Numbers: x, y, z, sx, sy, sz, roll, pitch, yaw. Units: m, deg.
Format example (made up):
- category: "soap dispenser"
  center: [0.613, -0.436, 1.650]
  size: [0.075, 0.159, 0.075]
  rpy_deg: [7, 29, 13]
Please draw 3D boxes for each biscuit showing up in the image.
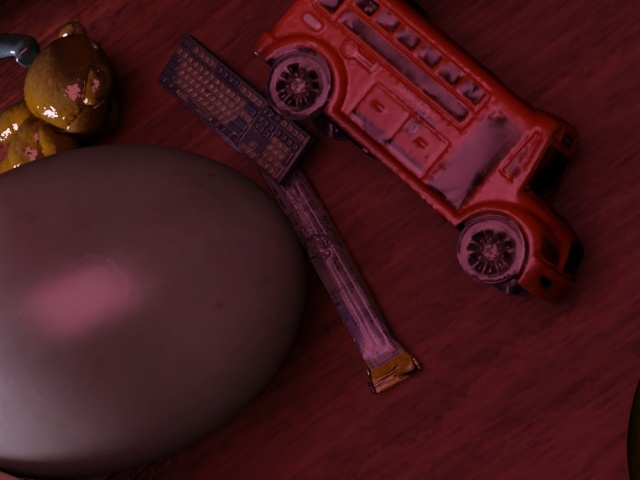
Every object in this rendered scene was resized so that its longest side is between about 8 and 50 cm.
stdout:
- category: "biscuit"
  center: [0.000, 0.000, 1.593]
  size: [0.048, 0.026, 0.292]
  rpy_deg: [-32, 76, 15]

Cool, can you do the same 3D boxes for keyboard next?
- category: "keyboard"
  center: [-0.079, -0.121, 1.617]
  size: [0.176, 0.014, 0.055]
  rpy_deg: [41, 102, 29]

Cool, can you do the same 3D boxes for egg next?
- category: "egg"
  center: [-0.199, 0.062, 1.517]
  size: [0.389, 0.276, 0.276]
  rpy_deg: [-20, 79, 15]

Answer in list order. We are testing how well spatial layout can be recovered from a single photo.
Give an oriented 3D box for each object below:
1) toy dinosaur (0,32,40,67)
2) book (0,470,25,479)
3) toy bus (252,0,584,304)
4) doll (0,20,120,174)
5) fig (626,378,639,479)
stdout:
- category: "toy dinosaur"
  center: [-0.438, -0.228, 1.722]
  size: [0.383, 0.129, 0.331]
  rpy_deg: [-47, 59, 1]
- category: "book"
  center: [-0.210, 0.295, 1.531]
  size: [0.374, 0.262, 0.028]
  rpy_deg: [16, 53, 17]
- category: "toy bus"
  center: [0.105, -0.089, 1.511]
  size: [0.329, 0.143, 0.153]
  rpy_deg: [43, 98, 17]
- category: "doll"
  center: [-0.245, -0.092, 1.657]
  size: [0.137, 0.097, 0.209]
  rpy_deg: [48, 118, 46]
- category: "fig"
  center: [0.323, 0.151, 1.411]
  size: [0.181, 0.181, 0.191]
  rpy_deg: [46, 119, 16]
